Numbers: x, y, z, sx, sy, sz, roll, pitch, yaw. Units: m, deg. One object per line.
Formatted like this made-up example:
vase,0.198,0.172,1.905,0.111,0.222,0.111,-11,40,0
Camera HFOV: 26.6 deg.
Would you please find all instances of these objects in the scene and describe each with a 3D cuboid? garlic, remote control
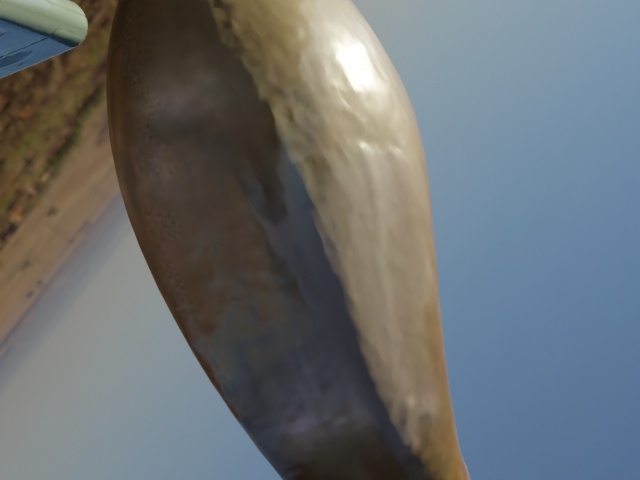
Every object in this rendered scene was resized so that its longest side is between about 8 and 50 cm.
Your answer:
garlic,-0.004,0.002,0.584,0.112,0.318,0.143,-10,-165,25
remote control,-0.112,-0.065,0.408,0.053,0.018,0.124,-22,178,11
